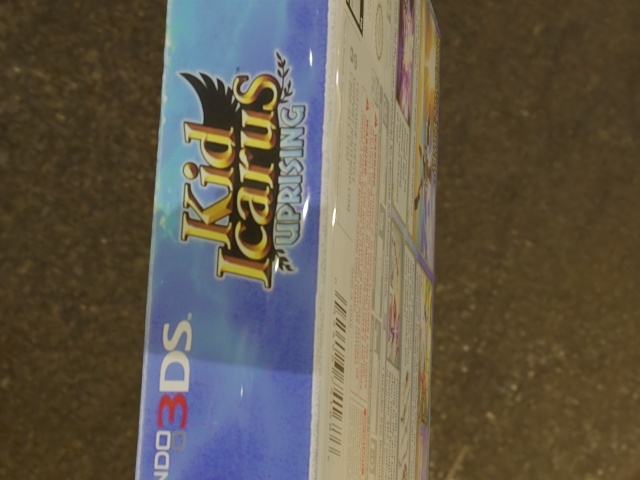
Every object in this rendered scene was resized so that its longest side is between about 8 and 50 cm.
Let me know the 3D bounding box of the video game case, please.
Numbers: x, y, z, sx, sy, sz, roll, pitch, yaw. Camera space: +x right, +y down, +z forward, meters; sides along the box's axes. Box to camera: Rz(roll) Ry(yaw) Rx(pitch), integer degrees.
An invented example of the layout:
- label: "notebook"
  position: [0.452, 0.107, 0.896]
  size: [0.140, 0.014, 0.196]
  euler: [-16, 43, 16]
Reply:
- label: "video game case"
  position: [0.000, 0.000, 0.529]
  size: [0.244, 0.061, 0.270]
  euler: [48, 44, -71]
